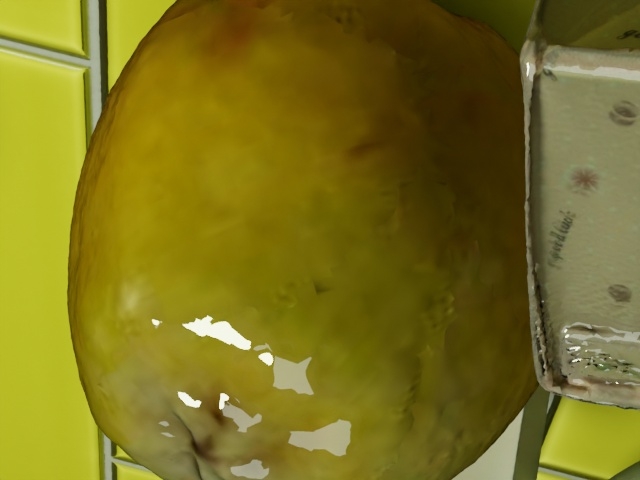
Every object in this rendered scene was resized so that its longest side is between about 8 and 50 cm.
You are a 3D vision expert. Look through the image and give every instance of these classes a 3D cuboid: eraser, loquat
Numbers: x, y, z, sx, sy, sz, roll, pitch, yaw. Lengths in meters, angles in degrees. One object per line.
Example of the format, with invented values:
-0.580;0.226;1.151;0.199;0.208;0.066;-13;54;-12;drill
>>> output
0.107;0.110;1.060;0.023;0.150;0.104;33;141;-24;eraser
0.000;0.000;0.855;0.276;0.283;0.276;15;148;10;loquat

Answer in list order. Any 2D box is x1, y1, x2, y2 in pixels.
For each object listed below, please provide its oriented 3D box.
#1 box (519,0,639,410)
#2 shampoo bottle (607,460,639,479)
0.212;-0.095;0.634;0.225;0.297;0.190;7;139;15;box
0.281;0.293;1.087;0.322;0.322;0.317;28;152;-14;shampoo bottle
